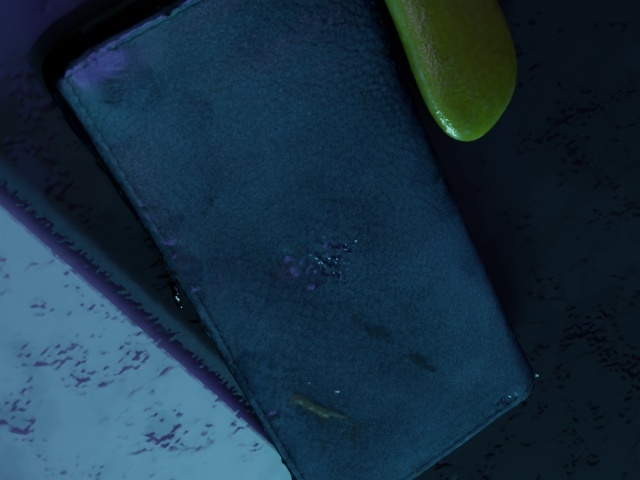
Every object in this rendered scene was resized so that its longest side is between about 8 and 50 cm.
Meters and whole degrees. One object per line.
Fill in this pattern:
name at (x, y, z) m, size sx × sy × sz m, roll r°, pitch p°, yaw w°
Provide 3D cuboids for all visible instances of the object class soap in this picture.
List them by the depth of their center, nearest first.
soap at (0.072, -0.138, 0.759) m, size 0.089 × 0.033 × 0.168 m, roll -55°, pitch 127°, yaw -32°

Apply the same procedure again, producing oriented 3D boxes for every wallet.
wallet at (0.000, 0.000, 0.777) m, size 0.190 × 0.046 × 0.379 m, roll -33°, pitch 120°, yaw -11°
